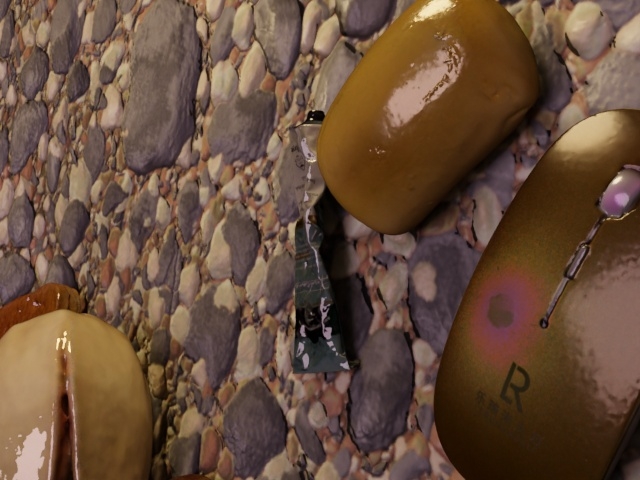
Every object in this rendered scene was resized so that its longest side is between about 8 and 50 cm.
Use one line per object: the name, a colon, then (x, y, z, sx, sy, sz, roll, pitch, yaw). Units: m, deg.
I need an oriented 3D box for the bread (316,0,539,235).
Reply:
bread: (0.075, -0.109, 0.809, 0.217, 0.098, 0.147, -50, 47, 28)

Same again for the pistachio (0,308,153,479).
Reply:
pistachio: (-0.277, 0.229, 1.049, 0.214, 0.194, 0.318, 113, 152, -56)

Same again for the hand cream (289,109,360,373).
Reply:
hand cream: (0.001, 0.000, 0.914, 0.075, 0.052, 0.247, 163, 104, -68)

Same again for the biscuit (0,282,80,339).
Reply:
biscuit: (-0.405, 0.200, 1.273, 0.277, 0.052, 0.262, -25, 51, 41)

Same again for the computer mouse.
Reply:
computer mouse: (0.179, 0.058, 0.688, 0.158, 0.072, 0.310, 37, 109, 42)

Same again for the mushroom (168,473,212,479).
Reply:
mushroom: (-0.141, 0.298, 0.996, 0.127, 0.087, 0.127, -39, 35, 34)
